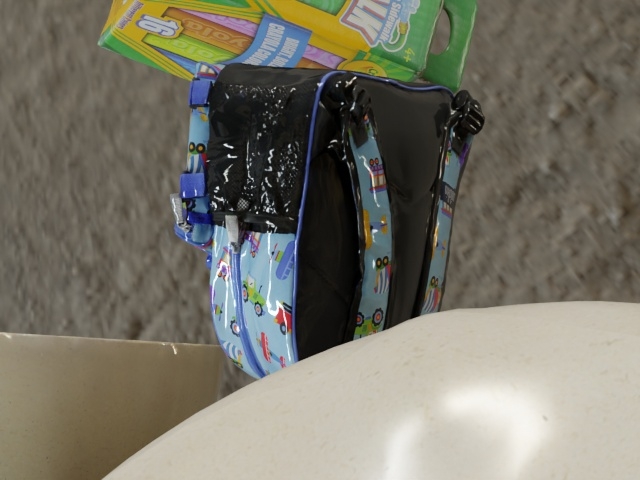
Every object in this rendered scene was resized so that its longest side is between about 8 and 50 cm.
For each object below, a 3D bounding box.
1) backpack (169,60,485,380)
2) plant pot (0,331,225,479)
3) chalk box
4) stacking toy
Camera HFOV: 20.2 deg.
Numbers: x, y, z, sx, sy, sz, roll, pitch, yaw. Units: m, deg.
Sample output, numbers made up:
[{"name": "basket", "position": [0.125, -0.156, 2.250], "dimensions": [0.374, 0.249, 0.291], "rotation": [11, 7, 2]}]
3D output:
[{"name": "backpack", "position": [0.000, 0.000, 0.926], "dimensions": [0.117, 0.158, 0.173], "rotation": [7, 94, 32]}, {"name": "plant pot", "position": [-0.217, 0.163, 1.328], "dimensions": [0.284, 0.284, 0.191], "rotation": [4, 86, -12]}, {"name": "chalk box", "position": [-0.001, -0.208, 1.430], "dimensions": [0.289, 0.179, 0.180], "rotation": [18, 71, -16]}, {"name": "stacking toy", "position": [0.098, 0.292, 0.597], "dimensions": [0.351, 0.350, 0.480], "rotation": [-24, 120, 0]}]
